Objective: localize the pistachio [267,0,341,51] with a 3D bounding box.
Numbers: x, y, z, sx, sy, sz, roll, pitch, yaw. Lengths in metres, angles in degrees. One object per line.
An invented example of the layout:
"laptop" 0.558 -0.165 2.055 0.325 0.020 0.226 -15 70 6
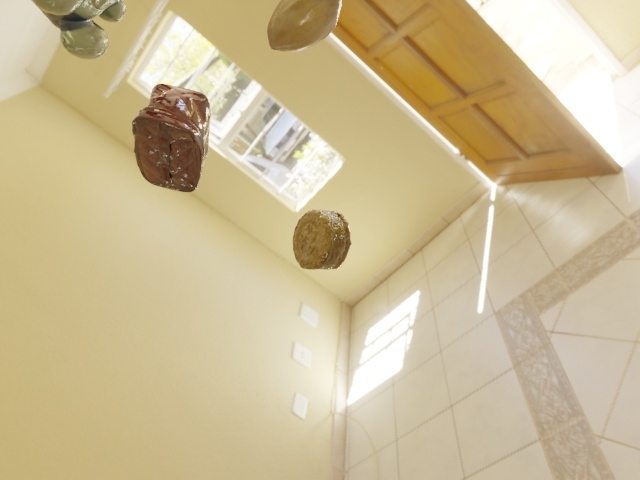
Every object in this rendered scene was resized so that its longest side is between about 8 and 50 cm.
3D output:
"pistachio" -0.046 -0.720 1.527 0.292 0.181 0.162 -31 24 24

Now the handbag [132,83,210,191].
"handbag" -0.322 -0.218 1.048 0.225 0.146 0.136 113 168 -54

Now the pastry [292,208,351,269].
"pastry" 0.000 0.000 1.372 0.188 0.103 0.189 -9 79 52

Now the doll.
"doll" -0.252 -0.368 0.583 0.258 0.154 0.228 -38 4 -9
